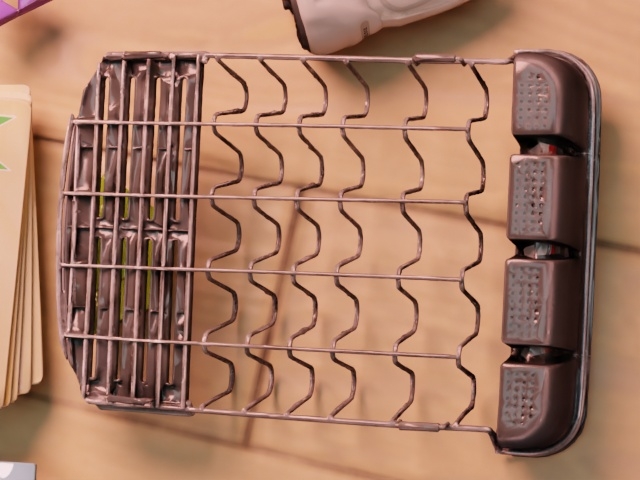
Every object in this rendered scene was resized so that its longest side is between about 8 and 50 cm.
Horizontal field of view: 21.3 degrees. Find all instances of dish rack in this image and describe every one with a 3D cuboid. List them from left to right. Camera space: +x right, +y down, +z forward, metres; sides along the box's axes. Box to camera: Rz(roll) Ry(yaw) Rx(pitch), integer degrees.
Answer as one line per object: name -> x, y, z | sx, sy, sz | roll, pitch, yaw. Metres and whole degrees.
dish rack -> 0.000, 0.000, 0.861 | 0.272, 0.074, 0.208 | 2, 87, 14

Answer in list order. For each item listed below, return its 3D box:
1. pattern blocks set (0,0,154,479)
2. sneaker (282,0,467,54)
pattern blocks set -> -0.224, -0.003, 0.897 | 0.285, 0.026, 0.324 | 13, 76, -6
sneaker -> 0.013, -0.248, 0.906 | 0.118, 0.110, 0.292 | -13, 86, 1
